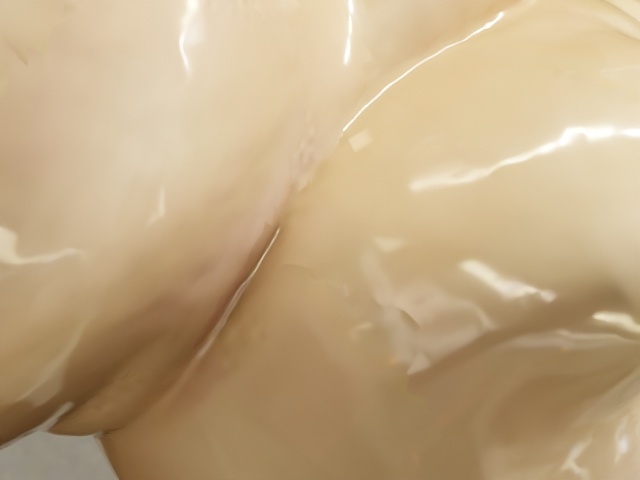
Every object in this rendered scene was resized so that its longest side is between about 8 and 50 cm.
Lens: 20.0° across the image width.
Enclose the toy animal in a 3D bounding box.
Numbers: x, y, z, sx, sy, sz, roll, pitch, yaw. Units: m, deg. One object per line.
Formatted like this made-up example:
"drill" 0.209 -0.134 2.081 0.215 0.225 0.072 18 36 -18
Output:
"toy animal" 0.014 -0.014 0.460 0.247 0.277 0.345 49 16 9
